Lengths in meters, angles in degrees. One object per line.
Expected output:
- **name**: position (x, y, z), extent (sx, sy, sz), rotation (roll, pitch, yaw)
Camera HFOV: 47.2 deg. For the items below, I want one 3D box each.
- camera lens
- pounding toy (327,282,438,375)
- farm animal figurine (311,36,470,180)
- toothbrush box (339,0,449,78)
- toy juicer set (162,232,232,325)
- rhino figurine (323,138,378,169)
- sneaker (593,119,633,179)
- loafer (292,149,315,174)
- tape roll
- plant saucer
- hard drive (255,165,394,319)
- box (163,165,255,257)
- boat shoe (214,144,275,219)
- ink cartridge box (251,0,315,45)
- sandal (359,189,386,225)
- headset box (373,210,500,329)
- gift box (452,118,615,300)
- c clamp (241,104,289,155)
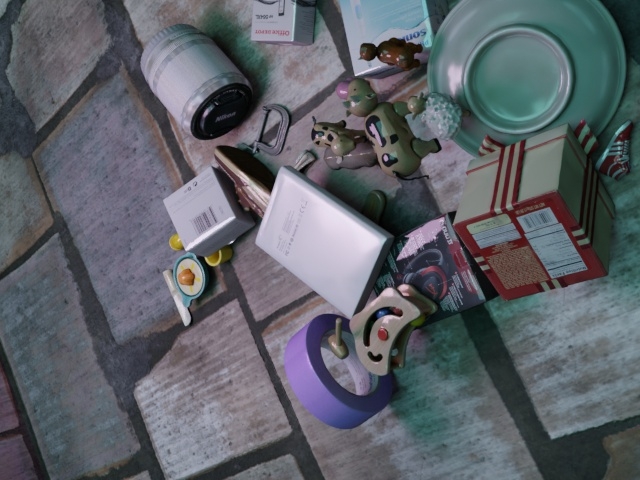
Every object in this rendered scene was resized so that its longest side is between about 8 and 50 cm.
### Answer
- **camera lens**: position (-0.335, -0.428, 2.004), extent (0.274, 0.219, 0.219), rotation (50, 122, 20)
- **pounding toy**: position (0.130, 0.221, 1.660), extent (0.269, 0.155, 0.154), rotation (-45, 67, 33)
- **farm animal figurine**: position (0.113, -0.255, 1.572), extent (0.327, 0.172, 0.330), rotation (54, 136, 20)
- **toothbrush box**: position (0.166, -0.543, 1.679), extent (0.216, 0.126, 0.295), rotation (-13, 88, 35)
- **toy juicer set**: position (-0.413, 0.084, 2.215), extent (0.209, 0.089, 0.329), rotation (47, 121, 21)
- **rhino figurine**: position (0.115, -0.212, 1.776), extent (0.243, 0.106, 0.073), rotation (-3, 95, 37)
- **sneaker**: position (0.605, -0.177, 1.461), extent (0.067, 0.042, 0.118), rotation (42, 126, 29)
- **loafer**: position (-0.058, -0.182, 1.948), extent (0.039, 0.045, 0.125), rotation (43, 116, 16)
- **tape roll**: position (0.046, 0.317, 1.796), extent (0.090, 0.275, 0.275), rotation (-43, 72, 31)
- **plant saucer**: position (0.402, -0.329, 1.482), extent (0.400, 0.100, 0.400), rotation (9, 113, 21)
- **hard drive**: position (0.000, 0.000, 1.799), extent (0.353, 0.047, 0.233), rotation (37, 119, 30)
- **box**: position (-0.312, -0.079, 2.058), extent (0.181, 0.119, 0.182), rotation (-33, 69, 14)
- **boat shoe**: position (-0.182, -0.127, 2.002), extent (0.342, 0.123, 0.123), rotation (41, 117, 17)
- **ink cartridge box**: position (-0.094, -0.610, 1.885), extent (0.148, 0.086, 0.203), rotation (12, 102, 34)
- **sandal**: position (0.116, -0.039, 1.834), extent (0.072, 0.049, 0.180), rotation (22, 109, 32)
- **headset box**: position (0.267, 0.072, 1.701), extent (0.293, 0.110, 0.218), rotation (-29, 80, 36)
- **gift box**: position (0.427, -0.078, 1.446), extent (0.255, 0.258, 0.276), rotation (-15, 121, 33)
- **c clamp**: position (-0.149, -0.303, 2.009), extent (0.137, 0.022, 0.160), rotation (36, 116, 27)
